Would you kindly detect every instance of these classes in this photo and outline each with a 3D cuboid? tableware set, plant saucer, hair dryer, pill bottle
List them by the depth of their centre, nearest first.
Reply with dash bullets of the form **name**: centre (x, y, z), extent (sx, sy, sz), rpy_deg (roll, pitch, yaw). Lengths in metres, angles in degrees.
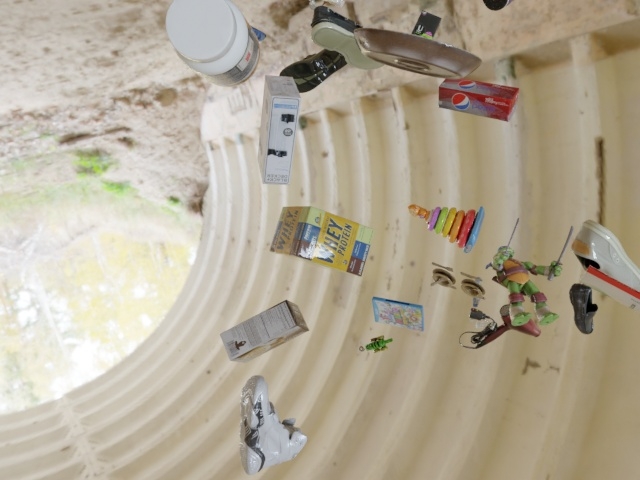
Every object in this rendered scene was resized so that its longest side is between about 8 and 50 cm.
- **pill bottle**: centre (-0.223, -0.424, 1.194), extent (0.162, 0.162, 0.278), rpy_deg (-14, -174, 3)
- **plant saucer**: centre (0.222, -0.434, 1.329), extent (0.310, 0.050, 0.310), rpy_deg (15, -168, -3)
- **tableware set**: centre (0.460, 0.150, 1.905), extent (0.194, 0.128, 0.039), rpy_deg (20, -118, 33)
- **hair dryer**: centre (0.675, 0.319, 2.101), extent (0.293, 0.224, 0.080), rpy_deg (3, -133, 4)

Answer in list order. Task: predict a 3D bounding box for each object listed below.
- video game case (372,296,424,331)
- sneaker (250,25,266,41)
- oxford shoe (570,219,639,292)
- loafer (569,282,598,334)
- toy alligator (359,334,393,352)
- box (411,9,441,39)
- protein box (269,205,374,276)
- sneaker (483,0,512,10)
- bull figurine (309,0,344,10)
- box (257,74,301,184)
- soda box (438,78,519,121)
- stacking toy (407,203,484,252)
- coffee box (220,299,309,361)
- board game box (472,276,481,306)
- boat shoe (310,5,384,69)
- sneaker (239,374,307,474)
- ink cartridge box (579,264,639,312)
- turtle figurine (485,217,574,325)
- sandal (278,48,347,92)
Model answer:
- **video game case**: centre (0.253, 0.240, 1.836), extent (0.166, 0.119, 0.015), rpy_deg (9, -134, 22)
- **sneaker**: centre (-0.253, -0.687, 1.901), extent (0.069, 0.082, 0.209), rpy_deg (29, -160, 12)
- **oxford shoe**: centre (0.978, 0.094, 1.917), extent (0.130, 0.449, 0.169), rpy_deg (-51, -147, 4)
- **loafer**: centre (0.948, 0.250, 2.011), extent (0.078, 0.223, 0.076), rpy_deg (6, -140, 47)
- **toy alligator**: centre (0.202, 0.410, 2.189), extent (0.051, 0.056, 0.189), rpy_deg (-6, 165, -44)
- **box**: centre (0.296, -0.592, 1.590), extent (0.062, 0.083, 0.052), rpy_deg (26, -176, 6)
- **protein box**: centre (0.000, 0.000, 1.540), extent (0.201, 0.136, 0.199), rpy_deg (18, 175, -26)
- **sneaker**: centre (0.514, -0.840, 1.673), extent (0.124, 0.283, 0.107), rpy_deg (-38, -152, -32)
- **bull figurine**: centre (-0.030, -0.910, 1.940), extent (0.101, 0.310, 0.188), rpy_deg (-27, -145, 24)
- **box**: centre (-0.131, -0.333, 1.717), extent (0.087, 0.290, 0.169), rpy_deg (0, -142, -14)
- **soda box**: centre (0.549, -0.498, 1.969), extent (0.263, 0.092, 0.083), rpy_deg (19, -130, 27)
- **stacking toy**: centre (0.495, -0.081, 2.283), extent (0.301, 0.166, 0.175), rpy_deg (20, 159, 10)
- **coffee box**: centre (-0.178, 0.297, 1.823), extent (0.246, 0.098, 0.141), rpy_deg (-27, 161, 5)
- **board game box**: centre (0.625, 0.205, 2.251), extent (0.020, 0.090, 0.090), rpy_deg (1, -155, 27)
- **boat shoe**: centre (0.094, -0.656, 1.820), extent (0.340, 0.113, 0.127), rpy_deg (6, 158, -42)
- **sneaker**: centre (-0.161, 0.617, 1.928), extent (0.210, 0.366, 0.137), rpy_deg (-3, -162, -25)
- **ink cartridge box**: centre (0.810, 0.137, 1.547), extent (0.181, 0.056, 0.224), rpy_deg (32, -169, 24)
- **turtle figurine**: centre (0.597, 0.093, 1.614), extent (0.197, 0.266, 0.274), rpy_deg (24, 137, -40)
- **sandal**: centre (-0.013, -0.657, 2.131), extent (0.302, 0.120, 0.086), rpy_deg (-25, -150, 8)
